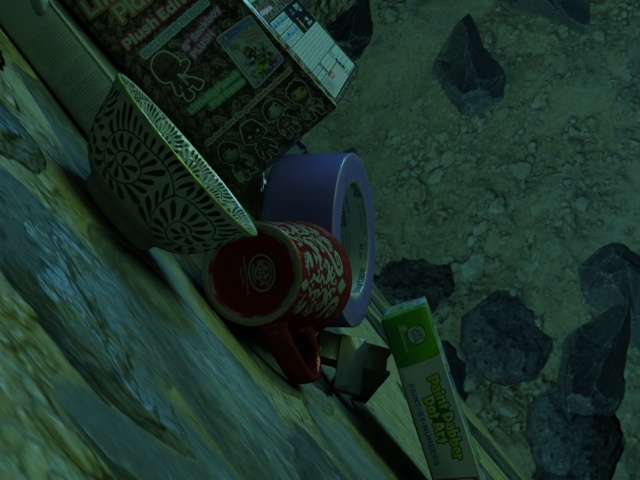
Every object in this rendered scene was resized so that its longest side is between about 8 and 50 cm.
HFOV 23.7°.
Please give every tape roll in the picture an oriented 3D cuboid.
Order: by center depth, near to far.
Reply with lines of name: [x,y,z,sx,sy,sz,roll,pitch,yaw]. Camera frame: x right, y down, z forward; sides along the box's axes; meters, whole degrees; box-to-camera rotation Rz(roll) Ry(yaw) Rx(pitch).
tape roll: [0.000,0.000,1.643,0.189,0.080,0.189,0,90,-75]

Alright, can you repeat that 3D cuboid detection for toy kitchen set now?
toy kitchen set: [0.024,0.152,1.658,0.083,0.075,0.068,17,54,-12]

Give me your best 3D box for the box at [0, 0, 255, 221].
box: [-0.207,-0.140,1.513,0.322,0.058,0.232,52,4,18]

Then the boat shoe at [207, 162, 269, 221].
boat shoe: [-0.152,-0.114,1.679,0.285,0.092,0.103,53,23,7]

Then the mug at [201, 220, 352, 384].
mug: [-0.030,0.045,1.384,0.150,0.113,0.169,49,6,11]

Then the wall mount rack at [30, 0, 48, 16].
wall mount rack: [-0.312,-0.360,1.269,0.304,0.130,0.350,-133,-144,-83]

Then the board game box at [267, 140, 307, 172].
board game box: [-0.163,-0.185,1.865,0.275,0.142,0.144,52,3,35]

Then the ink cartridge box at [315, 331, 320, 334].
ink cartridge box: [-0.026,0.024,1.915,0.134,0.078,0.231,50,3,-10]

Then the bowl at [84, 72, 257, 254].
bowl: [-0.134,-0.044,1.211,0.170,0.080,0.170,51,3,-4]

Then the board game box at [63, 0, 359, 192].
board game box: [-0.114,-0.224,1.588,0.291,0.141,0.232,49,16,-7]

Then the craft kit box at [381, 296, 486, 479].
craft kit box: [0.129,0.188,1.669,0.250,0.061,0.246,-11,80,-86]
